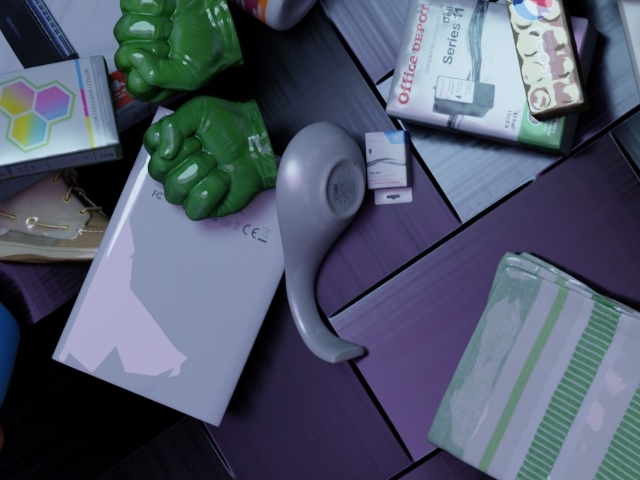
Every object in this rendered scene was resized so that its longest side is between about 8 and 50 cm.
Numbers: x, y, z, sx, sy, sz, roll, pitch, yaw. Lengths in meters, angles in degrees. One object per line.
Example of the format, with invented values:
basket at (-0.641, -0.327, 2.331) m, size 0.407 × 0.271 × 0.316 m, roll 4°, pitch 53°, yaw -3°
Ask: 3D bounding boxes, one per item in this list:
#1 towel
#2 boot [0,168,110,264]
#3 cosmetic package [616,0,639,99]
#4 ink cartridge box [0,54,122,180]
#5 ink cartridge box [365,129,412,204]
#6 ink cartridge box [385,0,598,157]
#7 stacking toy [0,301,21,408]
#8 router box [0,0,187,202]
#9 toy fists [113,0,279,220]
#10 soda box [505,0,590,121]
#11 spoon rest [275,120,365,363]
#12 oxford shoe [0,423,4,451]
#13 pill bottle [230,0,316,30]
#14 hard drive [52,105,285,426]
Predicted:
towel at (0.295, 0.181, 1.810) m, size 0.325 × 0.038 × 0.248 m, roll 26°, pitch 97°, yaw 30°
boot at (-0.309, -0.072, 2.012) m, size 0.262 × 0.095 × 0.203 m, roll 0°, pitch 87°, yaw 19°
cosmetic package at (0.389, -0.212, 1.768) m, size 0.113 × 0.160 × 0.309 m, roll -15°, pitch 85°, yaw 15°
ink cartridge box at (-0.335, -0.132, 1.860) m, size 0.209 × 0.062 × 0.109 m, roll -11°, pitch 76°, yaw -4°
ink cartridge box at (0.080, -0.085, 1.924) m, size 0.048 × 0.028 × 0.083 m, roll -4°, pitch 88°, yaw 17°
ink cartridge box at (0.192, -0.191, 1.863) m, size 0.208 × 0.087 × 0.153 m, roll 12°, pitch 91°, yaw 17°
stacking toy at (-0.535, 0.168, 2.048) m, size 0.302 × 0.175 × 0.166 m, roll -26°, pitch 37°, yaw 32°
router box at (-0.343, -0.245, 1.966) m, size 0.335 × 0.082 × 0.301 m, roll -32°, pitch 78°, yaw -9°
toy fists at (-0.147, -0.161, 1.869) m, size 0.142 × 0.096 × 0.279 m, roll -18°, pitch 91°, yaw -5°
soda box at (0.240, -0.224, 1.775) m, size 0.061 × 0.058 × 0.181 m, roll -13°, pitch 83°, yaw 15°
spoon rest at (0.000, 0.000, 1.907) m, size 0.084 × 0.137 × 0.276 m, roll 6°, pitch 102°, yaw 42°
oxford shoe at (-0.534, 0.282, 2.062) m, size 0.271 × 0.098 × 0.097 m, roll -28°, pitch 81°, yaw 14°
pill bottle at (-0.103, -0.351, 1.939) m, size 0.221 × 0.121 × 0.121 m, roll 34°, pitch 98°, yaw 15°
hard drive at (-0.154, 0.030, 1.930) m, size 0.210 × 0.040 × 0.319 m, roll 23°, pitch 86°, yaw -5°
